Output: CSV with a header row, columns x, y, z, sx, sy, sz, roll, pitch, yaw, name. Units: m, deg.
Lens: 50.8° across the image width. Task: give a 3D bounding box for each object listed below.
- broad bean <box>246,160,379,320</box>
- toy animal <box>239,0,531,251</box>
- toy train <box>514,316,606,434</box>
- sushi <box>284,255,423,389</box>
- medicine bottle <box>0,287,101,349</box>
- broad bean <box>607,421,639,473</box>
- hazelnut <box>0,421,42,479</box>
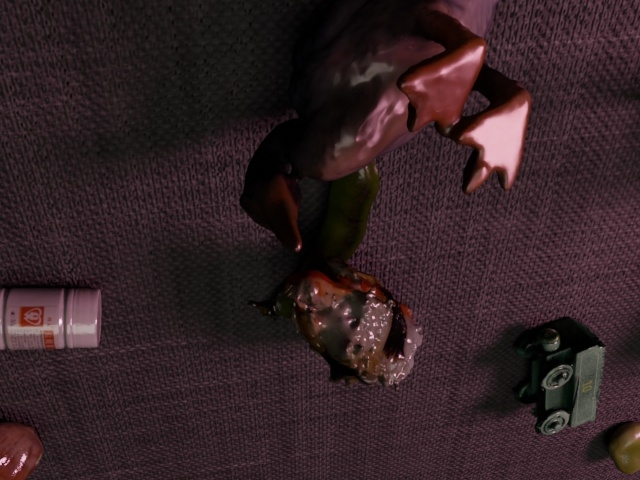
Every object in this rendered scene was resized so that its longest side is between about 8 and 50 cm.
x,y,z,sx,sy,sz,roll,pitch,yaw,name
0.004,0.002,0.627,0.069,0.039,0.226,14,127,-27,broad bean
0.059,-0.120,0.462,0.122,0.185,0.298,32,91,-31,toy animal
0.291,0.165,0.811,0.100,0.070,0.172,-19,129,-7,toy train
0.032,0.085,0.627,0.097,0.103,0.226,-48,143,5,sushi
-0.247,0.071,0.613,0.089,0.057,0.057,1,128,-15,medicine bottle
0.442,0.296,0.967,0.063,0.045,0.083,-8,122,-8,broad bean
-0.337,0.229,0.710,0.087,0.086,0.086,-7,129,-8,hazelnut
